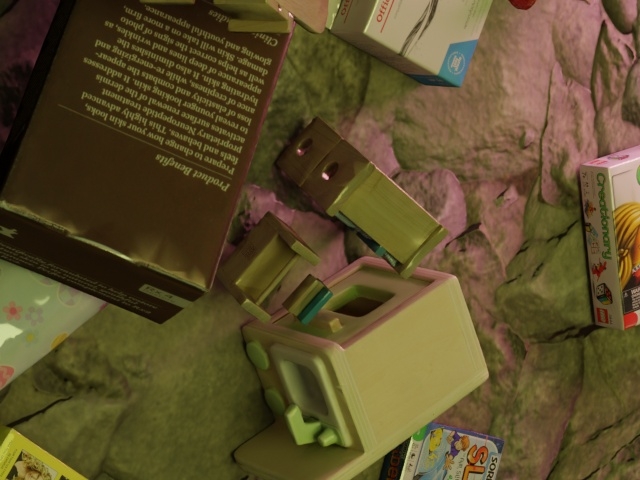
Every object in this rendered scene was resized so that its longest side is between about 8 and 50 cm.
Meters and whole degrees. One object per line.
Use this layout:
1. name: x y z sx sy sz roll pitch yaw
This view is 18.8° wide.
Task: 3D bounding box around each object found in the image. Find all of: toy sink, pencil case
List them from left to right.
1. pencil case: -0.274 0.048 1.700 0.273 0.113 0.124 -39 96 -26
2. toy sink: 0.021 0.126 1.911 0.234 0.153 0.131 -32 115 -28

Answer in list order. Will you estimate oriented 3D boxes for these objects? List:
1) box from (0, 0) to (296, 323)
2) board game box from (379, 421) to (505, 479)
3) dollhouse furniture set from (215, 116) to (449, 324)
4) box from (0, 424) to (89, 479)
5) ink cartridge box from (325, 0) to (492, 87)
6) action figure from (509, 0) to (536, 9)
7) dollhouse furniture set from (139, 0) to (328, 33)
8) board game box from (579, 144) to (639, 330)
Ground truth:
1. box: -0.143 -0.142 1.668 0.191 0.143 0.381 24 66 -15
2. board game box: 0.116 0.297 2.081 0.136 0.035 0.201 16 87 -37
3. dollhouse furniture set: 0.000 0.000 1.907 0.184 0.129 0.129 -48 125 3
4. box: -0.235 0.245 1.777 0.232 0.087 0.058 39 71 -33
5. ink cartridge box: 0.080 -0.236 1.955 0.180 0.060 0.104 24 83 -37
6. action figure: 0.121 -0.333 1.903 0.280 0.139 0.091 27 80 -18
7. dollhouse furniture set: -0.169 -0.316 1.615 0.174 0.355 0.303 24 69 -71
8. board game box: 0.435 -0.030 2.261 0.305 0.053 0.193 -18 107 -34
